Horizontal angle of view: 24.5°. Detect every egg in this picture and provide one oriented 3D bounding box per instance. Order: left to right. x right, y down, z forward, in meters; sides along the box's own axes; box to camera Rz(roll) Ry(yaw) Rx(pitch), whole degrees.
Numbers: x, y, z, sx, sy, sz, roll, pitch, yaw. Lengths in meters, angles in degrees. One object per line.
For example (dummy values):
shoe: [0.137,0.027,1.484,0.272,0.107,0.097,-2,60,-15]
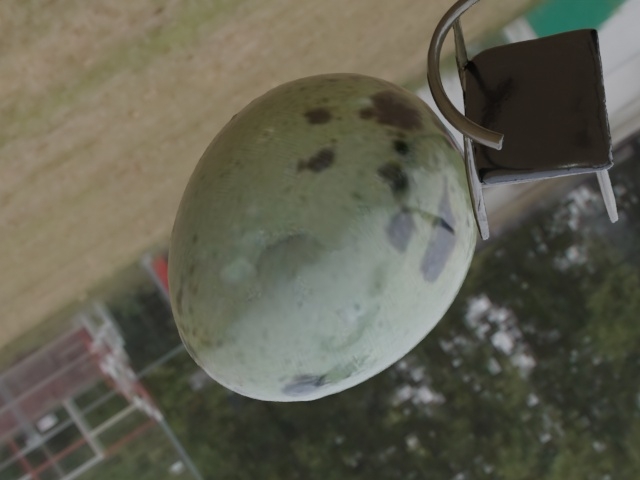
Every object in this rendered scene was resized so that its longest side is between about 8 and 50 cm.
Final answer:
egg: [0.000,0.000,1.742,0.428,0.345,0.345,-60,-167,-26]

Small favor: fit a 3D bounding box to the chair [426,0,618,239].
chair: [0.220,-0.134,1.565,0.166,0.188,0.272,-9,155,14]
